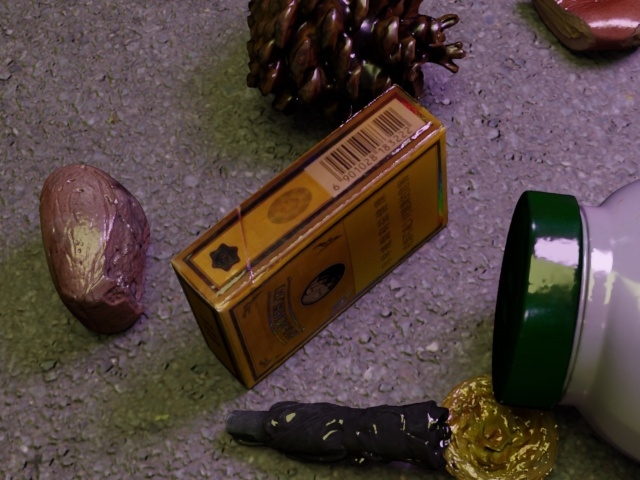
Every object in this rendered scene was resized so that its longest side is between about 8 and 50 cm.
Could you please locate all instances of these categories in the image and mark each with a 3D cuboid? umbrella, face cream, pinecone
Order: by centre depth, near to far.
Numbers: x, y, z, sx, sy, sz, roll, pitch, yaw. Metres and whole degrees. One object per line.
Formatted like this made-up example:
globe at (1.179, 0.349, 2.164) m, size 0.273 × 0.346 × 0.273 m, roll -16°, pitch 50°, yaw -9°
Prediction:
face cream at (0.354, 0.075, 1.119) m, size 0.356 × 0.219 × 0.313 m, roll 8°, pitch 55°, yaw 2°
umbrella at (0.014, 0.189, 1.184) m, size 0.235 × 0.059 × 0.066 m, roll 0°, pitch 59°, yaw 25°
pinecone at (0.025, -0.240, 1.358) m, size 0.257 × 0.243 × 0.243 m, roll 42°, pitch 71°, yaw 5°

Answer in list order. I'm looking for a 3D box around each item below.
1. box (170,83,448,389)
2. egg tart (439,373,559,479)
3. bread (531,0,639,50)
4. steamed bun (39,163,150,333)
box at (0.000, 0.000, 1.234) m, size 0.301 × 0.193 × 0.084 m, roll -39°, pitch 62°, yaw -15°
egg tart at (0.176, 0.198, 1.181) m, size 0.128 × 0.049 × 0.129 m, roll -1°, pitch 57°, yaw 2°
bread at (0.342, -0.272, 1.425) m, size 0.192 × 0.067 × 0.119 m, roll 2°, pitch 52°, yaw 7°
steamed bun at (-0.243, 0.005, 1.290) m, size 0.106 × 0.145 × 0.175 m, roll -11°, pitch 63°, yaw -1°
